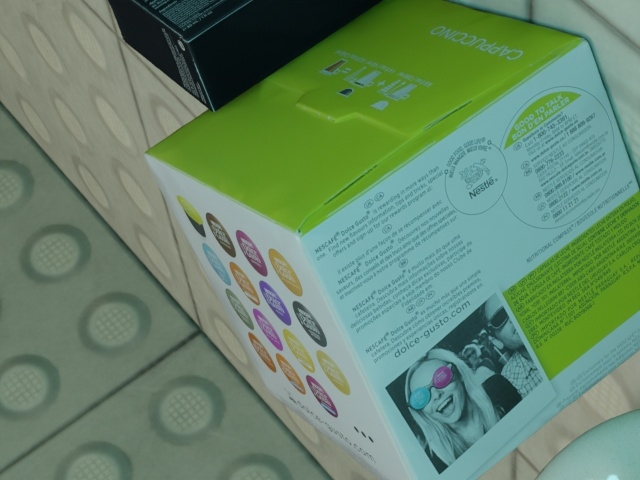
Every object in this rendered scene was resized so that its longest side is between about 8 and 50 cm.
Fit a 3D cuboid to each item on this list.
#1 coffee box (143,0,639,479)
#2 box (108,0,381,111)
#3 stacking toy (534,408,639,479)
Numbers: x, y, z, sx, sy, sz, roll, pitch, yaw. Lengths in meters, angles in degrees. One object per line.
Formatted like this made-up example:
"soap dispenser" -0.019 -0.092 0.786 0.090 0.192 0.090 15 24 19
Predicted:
"coffee box" 0.089 -0.009 1.643 0.337 0.338 0.334 28 148 56
"box" -0.066 -0.270 1.698 0.184 0.261 0.103 41 159 40
"stacking toy" 0.335 0.315 1.784 0.350 0.350 0.480 56 180 -5
